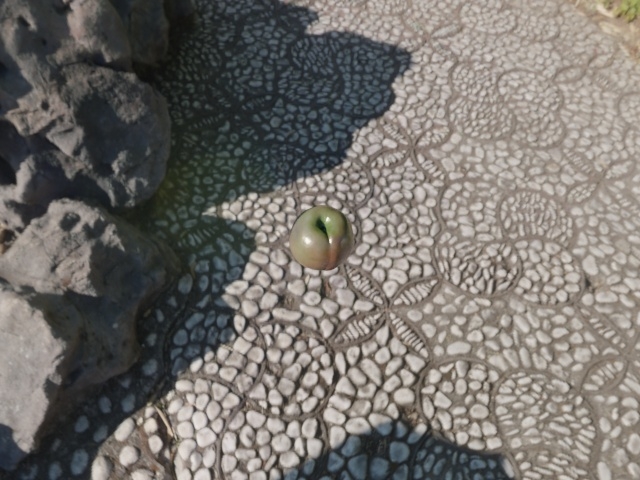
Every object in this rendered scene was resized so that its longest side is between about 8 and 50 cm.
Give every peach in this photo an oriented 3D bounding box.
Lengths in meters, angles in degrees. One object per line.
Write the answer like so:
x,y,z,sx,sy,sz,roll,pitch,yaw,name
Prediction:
0.002,-0.001,0.646,0.083,0.083,0.083,3,56,-4,peach
